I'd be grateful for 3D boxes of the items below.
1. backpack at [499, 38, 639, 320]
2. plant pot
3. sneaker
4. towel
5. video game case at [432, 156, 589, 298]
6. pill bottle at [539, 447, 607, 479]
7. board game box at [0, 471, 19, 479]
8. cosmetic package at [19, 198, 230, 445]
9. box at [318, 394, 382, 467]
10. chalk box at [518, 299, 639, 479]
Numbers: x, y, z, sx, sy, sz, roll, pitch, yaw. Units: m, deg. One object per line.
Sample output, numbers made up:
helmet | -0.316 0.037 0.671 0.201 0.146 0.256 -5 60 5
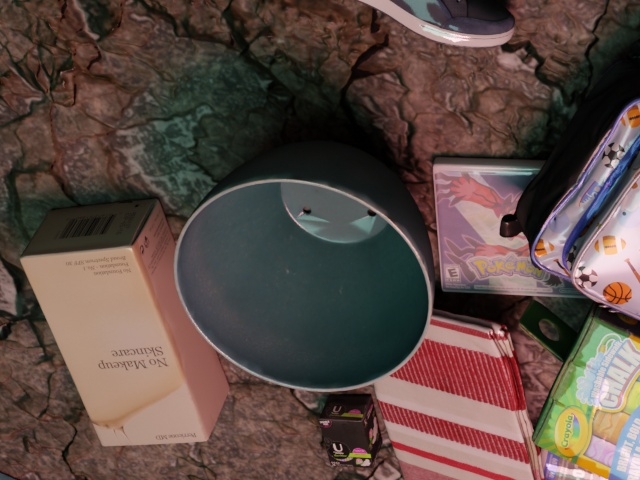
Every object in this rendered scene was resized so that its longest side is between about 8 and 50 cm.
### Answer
backpack | 0.374 -0.030 1.664 0.263 0.213 0.276 21 121 -21
plant pot | 0.000 0.000 1.797 0.290 0.195 0.290 8 126 10
sneaker | 0.116 -0.300 1.615 0.226 0.086 0.163 23 131 0
towel | 0.164 0.212 1.960 0.237 0.037 0.329 11 132 40
video game case | 0.235 -0.013 1.831 0.201 0.023 0.183 3 126 14
pill bottle | 0.341 0.285 1.985 0.137 0.078 0.078 12 127 7
board game box | -0.450 0.459 2.222 0.336 0.254 0.079 24 128 -2
cosmetic package | -0.242 0.108 1.998 0.160 0.113 0.309 -6 122 19
box | 0.040 0.248 2.057 0.062 0.052 0.083 0 125 20
chalk box | 0.353 0.158 1.767 0.289 0.180 0.179 25 114 11
